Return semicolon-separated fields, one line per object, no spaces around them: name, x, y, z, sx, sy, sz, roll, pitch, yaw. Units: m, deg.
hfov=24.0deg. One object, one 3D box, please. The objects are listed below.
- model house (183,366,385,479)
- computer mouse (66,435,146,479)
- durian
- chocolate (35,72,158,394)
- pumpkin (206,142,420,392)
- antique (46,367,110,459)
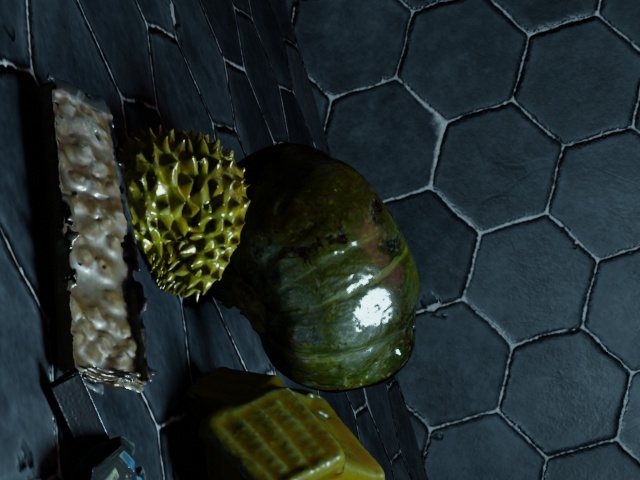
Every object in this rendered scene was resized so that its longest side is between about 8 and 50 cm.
model house;-0.066;0.248;1.649;0.268;0.173;0.239;43;5;34
computer mouse;-0.183;0.215;1.263;0.135;0.047;0.079;-57;129;-65
durian;-0.160;-0.046;1.700;0.132;0.165;0.182;122;-8;-61
chocolate;-0.222;-0.005;1.410;0.102;0.065;0.329;29;40;-48
pumpkin;0.000;0.000;1.786;0.325;0.242;0.232;42;-40;28
antique;-0.189;0.199;1.315;0.015;0.031;0.192;22;-44;61
